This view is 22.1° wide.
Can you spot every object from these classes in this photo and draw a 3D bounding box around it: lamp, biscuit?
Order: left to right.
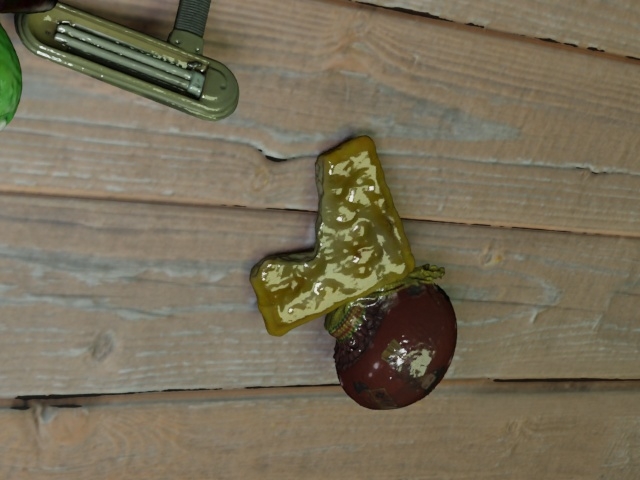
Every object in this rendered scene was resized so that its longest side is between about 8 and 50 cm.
[{"bbox_3d":[-0.131,-0.266,1.374,0.203,0.124,0.283,11,116,-25],"label":"lamp"},{"bbox_3d":[0.000,0.000,1.708,0.183,0.039,0.174,-28,121,-8],"label":"biscuit"},{"bbox_3d":[0.071,0.106,1.796,0.135,0.157,0.156,27,130,-25],"label":"lamp"}]

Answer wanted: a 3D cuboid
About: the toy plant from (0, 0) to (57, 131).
[{"bbox_3d":[-0.286,-0.173,1.223,0.175,0.218,0.235,-1,104,-27],"label":"toy plant"}]
